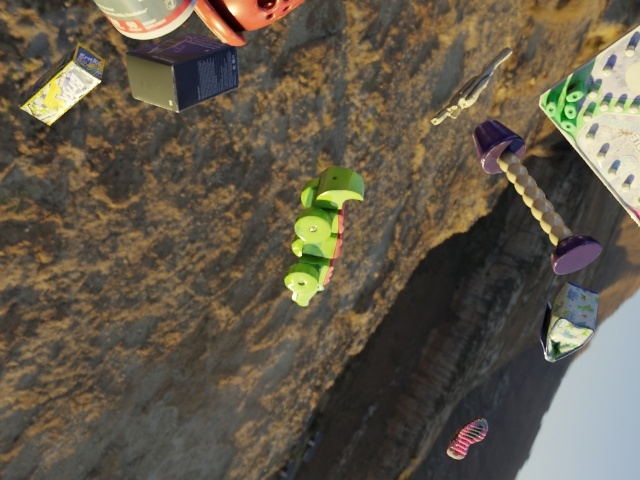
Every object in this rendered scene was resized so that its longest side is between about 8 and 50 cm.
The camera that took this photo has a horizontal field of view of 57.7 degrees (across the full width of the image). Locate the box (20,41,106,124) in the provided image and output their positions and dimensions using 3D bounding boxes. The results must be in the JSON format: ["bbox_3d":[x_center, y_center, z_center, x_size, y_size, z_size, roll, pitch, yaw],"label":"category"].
[{"bbox_3d":[-0.457,-0.277,1.033,0.059,0.168,0.054,33,44,-41],"label":"box"}]

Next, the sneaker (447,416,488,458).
[{"bbox_3d":[0.309,0.406,1.229,0.119,0.047,0.057,-56,-179,28],"label":"sneaker"}]

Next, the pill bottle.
[{"bbox_3d":[-0.200,-0.292,0.556,0.108,0.108,0.180,-60,158,-11],"label":"pill bottle"}]

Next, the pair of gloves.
[{"bbox_3d":[0.383,-0.378,1.472,0.204,0.042,0.240,-47,-177,-2],"label":"pair of gloves"}]

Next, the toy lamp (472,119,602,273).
[{"bbox_3d":[0.309,-0.077,0.872,0.080,0.275,0.080,-12,143,-10],"label":"toy lamp"}]

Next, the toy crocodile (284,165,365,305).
[{"bbox_3d":[0.000,0.000,1.092,0.115,0.105,0.341,-80,-177,-48],"label":"toy crocodile"}]

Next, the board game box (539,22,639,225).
[{"bbox_3d":[0.629,-0.195,0.925,0.390,0.390,0.050,-36,-164,37],"label":"board game box"}]

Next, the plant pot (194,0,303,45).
[{"bbox_3d":[-0.131,-0.430,0.932,0.174,0.191,0.191,-34,162,12],"label":"plant pot"}]

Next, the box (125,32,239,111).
[{"bbox_3d":[-0.312,-0.390,1.334,0.207,0.153,0.108,-39,141,-44],"label":"box"}]

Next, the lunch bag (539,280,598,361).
[{"bbox_3d":[0.563,0.191,1.337,0.151,0.096,0.129,98,19,-47],"label":"lunch bag"}]
